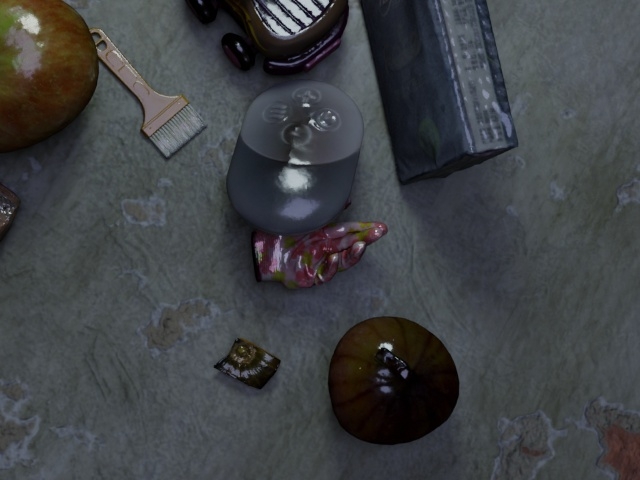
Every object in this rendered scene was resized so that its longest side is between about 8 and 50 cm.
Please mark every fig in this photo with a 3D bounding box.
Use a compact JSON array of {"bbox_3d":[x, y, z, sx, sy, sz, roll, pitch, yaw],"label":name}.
[{"bbox_3d":[0.128,0.251,1.875,0.235,0.214,0.235,-6,102,-31],"label":"fig"}]

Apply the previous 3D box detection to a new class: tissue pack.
[{"bbox_3d":[0.203,-0.319,1.899,0.124,0.288,0.394,-10,86,-21],"label":"tissue pack"}]

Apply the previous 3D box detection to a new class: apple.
[{"bbox_3d":[-0.526,-0.286,1.790,0.309,0.250,0.277,3,99,10],"label":"apple"}]

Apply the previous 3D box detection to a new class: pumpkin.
[{"bbox_3d":[-0.131,0.220,1.909,0.101,0.035,0.073,32,91,-10],"label":"pumpkin"}]

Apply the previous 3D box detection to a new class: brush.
[{"bbox_3d":[-0.332,-0.280,1.932,0.103,0.013,0.272,-42,92,-12],"label":"brush"}]

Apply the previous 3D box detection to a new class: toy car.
[{"bbox_3d":[-0.092,-0.473,1.882,0.271,0.240,0.340,-41,90,-10],"label":"toy car"}]

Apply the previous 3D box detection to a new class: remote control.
[{"bbox_3d":[-0.043,-0.152,1.890,0.221,0.103,0.332,8,61,8],"label":"remote control"}]

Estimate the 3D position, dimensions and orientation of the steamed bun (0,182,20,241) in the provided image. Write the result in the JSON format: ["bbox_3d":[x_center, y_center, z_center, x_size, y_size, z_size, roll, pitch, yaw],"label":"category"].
[{"bbox_3d":[-0.607,-0.039,1.805,0.145,0.106,0.175,40,76,-5],"label":"steamed bun"}]

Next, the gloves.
[{"bbox_3d":[-0.001,0.007,1.914,0.241,0.126,0.145,-6,57,-8],"label":"gloves"}]
